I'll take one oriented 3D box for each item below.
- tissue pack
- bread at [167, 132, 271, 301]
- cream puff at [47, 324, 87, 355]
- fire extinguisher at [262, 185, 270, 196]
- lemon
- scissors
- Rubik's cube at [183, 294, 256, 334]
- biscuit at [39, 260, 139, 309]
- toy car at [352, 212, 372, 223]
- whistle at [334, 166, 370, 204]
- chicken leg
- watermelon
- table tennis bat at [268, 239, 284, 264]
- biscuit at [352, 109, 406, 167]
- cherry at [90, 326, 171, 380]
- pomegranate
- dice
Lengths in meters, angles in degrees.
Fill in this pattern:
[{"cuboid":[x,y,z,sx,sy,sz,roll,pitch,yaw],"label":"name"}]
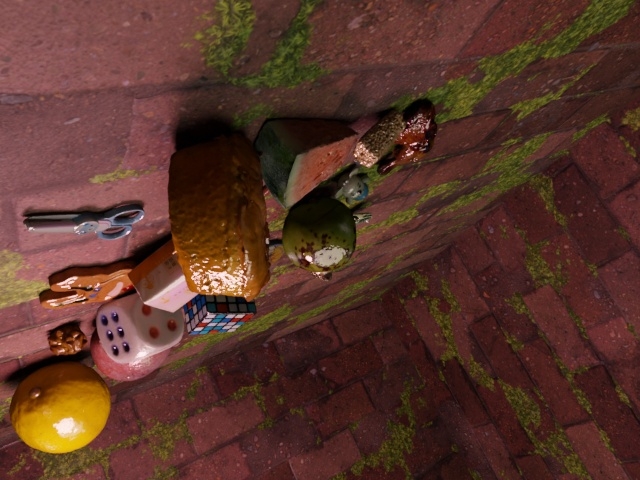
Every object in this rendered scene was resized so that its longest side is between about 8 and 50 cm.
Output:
[{"cuboid":[-0.385,0.082,1.475,0.225,0.124,0.185,-38,165,-2],"label":"tissue pack"},{"cuboid":[-0.209,-0.045,1.127,0.204,0.336,0.358,-1,159,-3],"label":"bread"},{"cuboid":[-0.799,0.322,1.683,0.122,0.094,0.116,-34,165,8],"label":"cream puff"},{"cuboid":[-0.139,-0.139,1.419,0.083,0.022,0.028,-36,-160,27],"label":"fire extinguisher"},{"cuboid":[-0.939,0.599,1.921,0.348,0.348,0.348,-25,164,-8],"label":"lemon"},{"cuboid":[-0.507,-0.037,1.144,0.125,0.030,0.256,-38,163,29],"label":"scissors"},{"cuboid":[-0.345,0.199,1.784,0.187,0.184,0.182,5,148,-35],"label":"Rubik's cube"},{"cuboid":[-0.594,0.123,1.474,0.334,0.047,0.202,-8,155,-49],"label":"biscuit"},{"cuboid":[0.107,-0.072,1.942,0.186,0.058,0.093,-24,169,37],"label":"toy car"},{"cuboid":[0.112,-0.159,1.653,0.114,0.077,0.236,-55,161,7],"label":"whistle"},{"cuboid":[0.248,-0.280,1.506,0.177,0.083,0.322,-17,162,-2],"label":"chicken leg"},{"cuboid":[-0.024,-0.205,1.247,0.257,0.140,0.193,-28,162,-34],"label":"watermelon"},{"cuboid":[-0.262,0.094,1.919,0.329,0.044,0.215,-36,162,23],"label":"table tennis bat"},{"cuboid":[0.152,-0.259,1.341,0.168,0.070,0.082,-48,-179,-29],"label":"biscuit"},{"cuboid":[-0.651,0.354,1.804,0.261,0.221,0.307,-35,151,5],"label":"cherry"},{"cuboid":[0.000,0.000,1.644,0.254,0.270,0.254,-4,-175,0],"label":"pomegranate"},{"cuboid":[-0.546,0.253,1.613,0.194,0.193,0.192,-17,-177,32],"label":"dice"}]
